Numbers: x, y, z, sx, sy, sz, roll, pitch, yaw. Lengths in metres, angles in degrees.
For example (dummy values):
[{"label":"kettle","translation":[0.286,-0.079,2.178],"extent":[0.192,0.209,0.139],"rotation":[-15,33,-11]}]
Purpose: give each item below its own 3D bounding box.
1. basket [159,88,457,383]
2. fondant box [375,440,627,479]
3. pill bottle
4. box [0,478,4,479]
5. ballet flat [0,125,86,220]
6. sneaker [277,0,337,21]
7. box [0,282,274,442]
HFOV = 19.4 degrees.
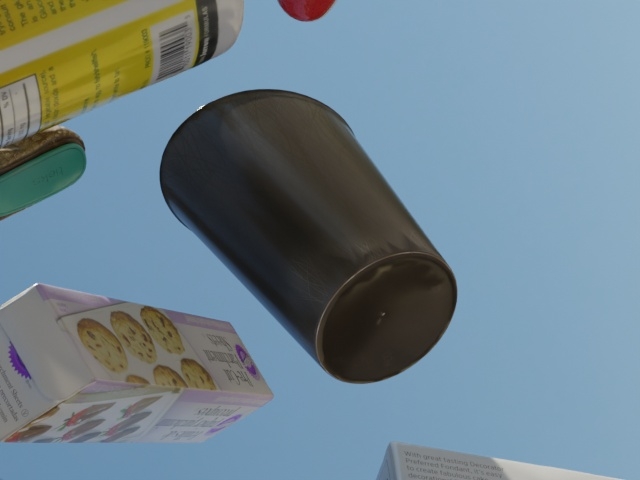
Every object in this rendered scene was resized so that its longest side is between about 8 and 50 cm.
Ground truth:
[{"label":"basket","translation":[0.000,0.000,1.528],"extent":[0.204,0.227,0.154],"rotation":[17,-67,-39]},{"label":"fondant box","translation":[0.156,0.264,1.053],"extent":[0.330,0.238,0.096],"rotation":[-98,22,-57]},{"label":"pill bottle","translation":[-0.238,-0.161,1.326],"extent":[0.334,0.188,0.188],"rotation":[-25,-54,-20]},{"label":"box","translation":[-0.340,0.203,1.486],"extent":[0.077,0.147,0.180],"rotation":[-64,-11,-1]},{"label":"ballet flat","translation":[-0.272,-0.035,1.396],"extent":[0.206,0.067,0.073],"rotation":[-26,-45,-33]},{"label":"sneaker","translation":[0.000,-0.132,0.843],"extent":[0.067,0.042,0.118],"rotation":[-83,7,-46]},{"label":"box","translation":[-0.112,0.078,1.107],"extent":[0.067,0.063,0.324],"rotation":[60,-170,14]}]
